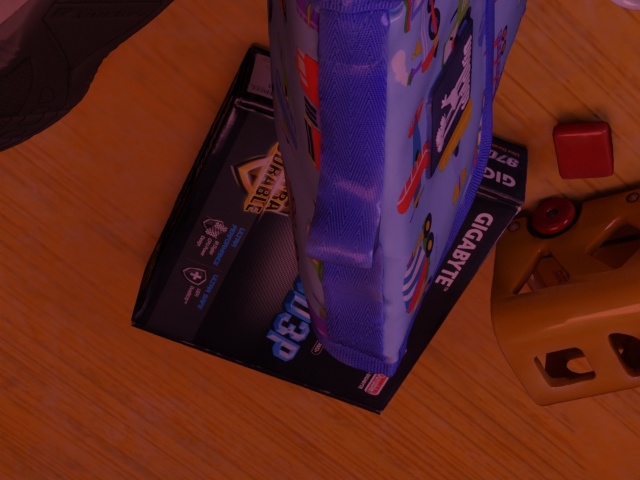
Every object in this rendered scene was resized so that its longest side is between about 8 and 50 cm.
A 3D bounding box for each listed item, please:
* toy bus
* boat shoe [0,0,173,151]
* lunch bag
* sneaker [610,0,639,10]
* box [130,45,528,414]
[{"bbox_3d":[0.198,0.031,1.103,0.191,0.104,0.202,17,138,-7],"label":"toy bus"},{"bbox_3d":[-0.177,-0.127,1.027,0.118,0.103,0.320,-6,159,-44],"label":"boat shoe"},{"bbox_3d":[0.022,-0.103,0.858,0.138,0.293,0.221,6,138,6],"label":"lunch bag"},{"bbox_3d":[0.152,-0.211,0.864,0.087,0.092,0.229,2,135,12],"label":"sneaker"},{"bbox_3d":[0.000,0.000,1.151,0.175,0.051,0.220,20,136,-10],"label":"box"}]
